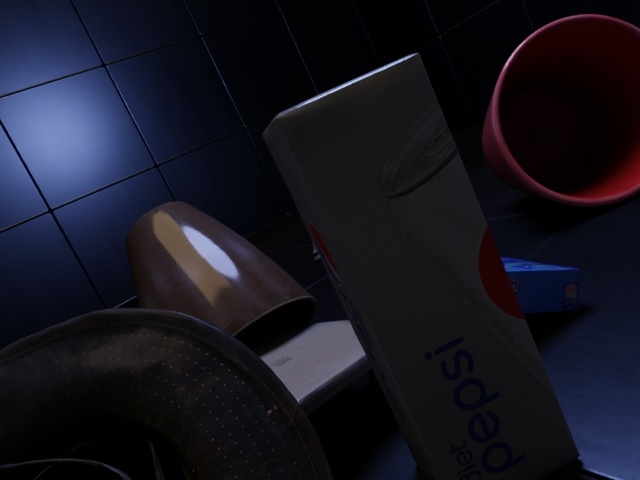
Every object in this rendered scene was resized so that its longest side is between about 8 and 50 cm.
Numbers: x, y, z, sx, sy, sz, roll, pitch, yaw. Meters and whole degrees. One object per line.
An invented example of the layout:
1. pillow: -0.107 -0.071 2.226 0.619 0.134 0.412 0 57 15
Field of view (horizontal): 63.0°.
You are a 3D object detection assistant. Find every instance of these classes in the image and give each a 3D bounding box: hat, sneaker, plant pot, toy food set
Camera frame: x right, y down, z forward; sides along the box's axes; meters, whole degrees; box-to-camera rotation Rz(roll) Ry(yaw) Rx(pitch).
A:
1. hat: -0.140 0.210 0.302 0.331 0.331 0.134 -28 -29 -13
2. sneaker: 0.000 0.000 1.357 0.063 0.075 0.170 -25 10 6
3. plant pot: 0.391 -0.187 0.859 0.274 0.275 0.243 -25 -1 5
4. plant pot: -0.159 0.064 0.708 0.215 0.230 0.215 -36 -20 -16
5. toy food set: -0.026 0.167 0.540 0.306 0.092 0.219 -23 5 -41

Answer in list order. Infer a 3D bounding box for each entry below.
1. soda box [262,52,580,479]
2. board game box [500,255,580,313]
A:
1. soda box: 0.066 0.033 0.359 0.098 0.286 0.091 -25 9 -7
2. board game box: 0.140 0.046 0.574 0.210 0.047 0.160 -2 4 -14
